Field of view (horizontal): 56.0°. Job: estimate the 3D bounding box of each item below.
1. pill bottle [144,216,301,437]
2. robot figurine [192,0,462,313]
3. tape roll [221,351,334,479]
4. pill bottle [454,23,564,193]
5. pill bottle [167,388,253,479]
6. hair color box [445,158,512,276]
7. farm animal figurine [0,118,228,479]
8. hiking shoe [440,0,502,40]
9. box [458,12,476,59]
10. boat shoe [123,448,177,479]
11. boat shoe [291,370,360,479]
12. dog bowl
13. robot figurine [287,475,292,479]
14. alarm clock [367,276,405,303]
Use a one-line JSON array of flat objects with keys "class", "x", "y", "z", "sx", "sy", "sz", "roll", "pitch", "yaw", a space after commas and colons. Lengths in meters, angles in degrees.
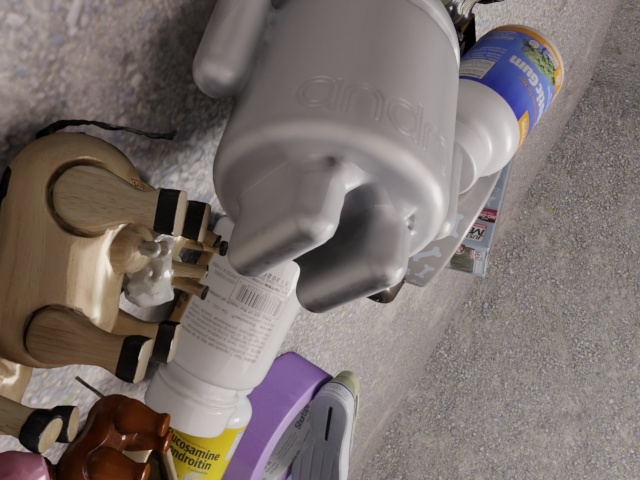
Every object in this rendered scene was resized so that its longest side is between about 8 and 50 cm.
[{"class": "pill bottle", "x": -0.107, "y": 0.100, "z": 0.696, "sx": 0.229, "sy": 0.131, "sz": 0.131, "roll": -63, "pitch": 159, "yaw": 3}, {"class": "robot figurine", "x": 0.024, "y": -0.114, "z": 0.557, "sx": 0.300, "sy": 0.199, "sz": 0.353, "roll": 33, "pitch": 51, "yaw": -30}, {"class": "tape roll", "x": -0.083, "y": 0.348, "z": 1.115, "sx": 0.275, "sy": 0.090, "sz": 0.275, "roll": -48, "pitch": 155, "yaw": -30}, {"class": "pill bottle", "x": 0.237, "y": -0.190, "z": 0.885, "sx": 0.272, "sy": 0.152, "sz": 0.152, "roll": -49, "pitch": 155, "yaw": -31}, {"class": "pill bottle", "x": -0.155, "y": 0.248, "z": 0.809, "sx": 0.184, "sy": 0.103, "sz": 0.103, "roll": -65, "pitch": 159, "yaw": 7}, {"class": "hair color box", "x": 0.389, "y": -0.123, "z": 1.454, "sx": 0.185, "sy": 0.113, "sz": 0.374, "roll": 64, "pitch": 42, "yaw": -64}, {"class": "farm animal figurine", "x": -0.198, "y": 0.063, "z": 0.401, "sx": 0.330, "sy": 0.172, "sz": 0.327, "roll": 95, "pitch": 9, "yaw": -72}, {"class": "hiking shoe", "x": 0.236, "y": -0.405, "z": 0.873, "sx": 0.227, "sy": 0.086, "sz": 0.114, "roll": -51, "pitch": 129, "yaw": -2}, {"class": "box", "x": 0.157, "y": -0.190, "z": 1.017, "sx": 0.322, "sy": 0.079, "sz": 0.257, "roll": -59, "pitch": 157, "yaw": -6}, {"class": "boat shoe", "x": -0.203, "y": 0.341, "z": 0.713, "sx": 0.109, "sy": 0.098, "sz": 0.302, "roll": -46, "pitch": 138, "yaw": -55}, {"class": "boat shoe", "x": 0.023, "y": 0.382, "z": 1.133, "sx": 0.094, "sy": 0.109, "sz": 0.302, "roll": -33, "pitch": 143, "yaw": -54}, {"class": "dog bowl", "x": 0.235, "y": -0.062, "z": 1.184, "sx": 0.349, "sy": 0.102, "sz": 0.349, "roll": -59, "pitch": 176, "yaw": -6}, {"class": "robot figurine", "x": -0.130, "y": 0.636, "z": 1.367, "sx": 0.291, "sy": 0.085, "sz": 0.211, "roll": -41, "pitch": 150, "yaw": -42}, {"class": "alarm clock", "x": 0.082, "y": 0.065, "z": 1.103, "sx": 0.064, "sy": 0.129, "sz": 0.192, "roll": -55, "pitch": 179, "yaw": -12}]
